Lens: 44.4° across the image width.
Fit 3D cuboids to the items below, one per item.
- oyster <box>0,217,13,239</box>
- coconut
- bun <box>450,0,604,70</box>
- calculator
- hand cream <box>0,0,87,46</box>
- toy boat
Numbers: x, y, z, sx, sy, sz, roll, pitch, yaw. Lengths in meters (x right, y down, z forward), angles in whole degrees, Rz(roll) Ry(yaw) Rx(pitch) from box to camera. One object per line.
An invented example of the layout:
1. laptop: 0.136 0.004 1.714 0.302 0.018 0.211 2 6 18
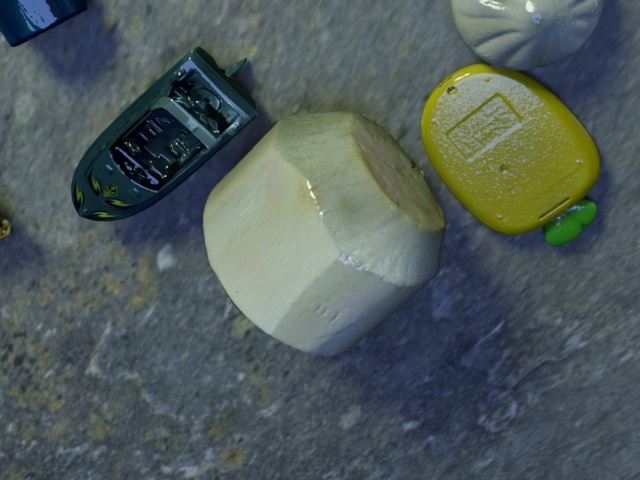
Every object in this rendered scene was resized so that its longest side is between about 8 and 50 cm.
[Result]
1. oyster: -0.410 -0.037 0.874 0.148 0.051 0.103 34 122 1
2. coconut: -0.002 -0.003 0.774 0.241 0.241 0.241 2 122 3
3. bun: 0.186 -0.211 0.698 0.138 0.094 0.138 4 122 6
4. calculator: 0.203 -0.081 0.812 0.146 0.032 0.235 -39 110 24
5. hand cream: -0.313 -0.313 0.696 0.120 0.061 0.270 -21 113 14
6. toy boat: -0.171 -0.093 0.795 0.246 0.103 0.093 -35 114 26
